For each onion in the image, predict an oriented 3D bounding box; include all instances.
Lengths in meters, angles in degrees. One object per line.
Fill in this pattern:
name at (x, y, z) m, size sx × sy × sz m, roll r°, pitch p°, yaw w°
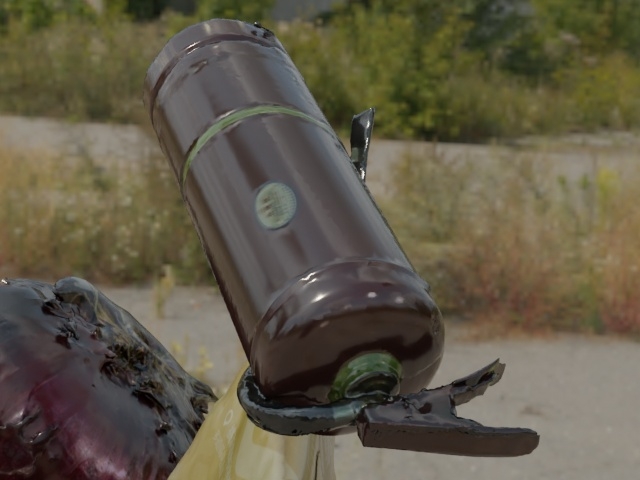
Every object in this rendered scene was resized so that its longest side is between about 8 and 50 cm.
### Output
onion at (-0.237, 0.165, 1.181) m, size 0.314 × 0.232 × 0.314 m, roll 46°, pitch 4°, yaw -4°

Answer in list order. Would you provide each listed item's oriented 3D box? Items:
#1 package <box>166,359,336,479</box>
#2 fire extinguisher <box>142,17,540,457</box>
package at (-0.019, 0.228, 0.795) m, size 0.165 × 0.221 × 0.311 m, roll 30°, pitch 18°, yaw -12°
fire extinguisher at (0.000, 0.000, 0.713) m, size 0.141 × 0.105 × 0.341 m, roll -15°, pitch 39°, yaw -11°
